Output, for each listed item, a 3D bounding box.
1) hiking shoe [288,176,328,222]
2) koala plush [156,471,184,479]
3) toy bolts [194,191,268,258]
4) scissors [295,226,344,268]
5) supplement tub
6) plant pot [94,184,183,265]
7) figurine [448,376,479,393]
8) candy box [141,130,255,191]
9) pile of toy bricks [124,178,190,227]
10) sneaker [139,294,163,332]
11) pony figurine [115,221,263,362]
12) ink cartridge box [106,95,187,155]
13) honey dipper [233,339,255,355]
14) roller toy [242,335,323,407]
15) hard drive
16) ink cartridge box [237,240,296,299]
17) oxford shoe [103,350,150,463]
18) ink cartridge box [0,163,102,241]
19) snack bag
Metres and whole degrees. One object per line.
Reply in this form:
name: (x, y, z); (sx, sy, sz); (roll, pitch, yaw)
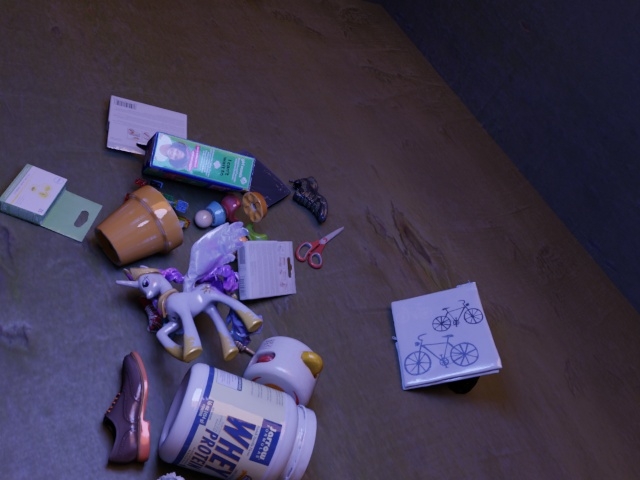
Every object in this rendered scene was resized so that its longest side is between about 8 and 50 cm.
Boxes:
hiking shoe: (-0.049, -0.151, 2.141); (0.114, 0.086, 0.227); (-7, 50, -22)
koala plush: (-0.274, 0.608, 1.199); (0.221, 0.203, 0.196); (19, 42, -1)
toy bolts: (-0.297, -0.067, 1.809); (0.158, 0.218, 0.228); (-26, 51, -39)
scissors: (0.000, 0.000, 2.063); (0.109, 0.021, 0.297); (33, 42, 0)
supplement tub: (-0.197, 0.454, 1.340); (0.324, 0.235, 0.235); (23, 42, -13)
plant pot: (-0.535, -0.028, 1.612); (0.188, 0.205, 0.205); (-35, 75, -32)
figurine: (0.507, 0.380, 1.905); (0.092, 0.209, 0.215); (8, 48, -29)
candy box: (-0.406, -0.246, 1.830); (0.317, 0.268, 0.122); (11, 88, -23)
pile of toy bricks: (-0.507, -0.127, 1.794); (0.212, 0.118, 0.105); (22, 10, -2)
sneaker: (-0.468, 0.206, 1.538); (0.118, 0.042, 0.067); (40, 38, 2)
pony figurine: (-0.317, 0.148, 1.491); (0.350, 0.303, 0.363); (-21, 51, -35)
ink cartridge box: (-0.614, -0.377, 1.976); (0.275, 0.060, 0.239); (10, 57, -27)
honey dipper: (-0.185, 0.336, 1.619); (0.160, 0.030, 0.030); (35, 41, -6)
roller toy: (-0.102, 0.362, 1.520); (0.191, 0.209, 0.146); (22, 40, 5)
hard drive: (-0.249, -0.225, 2.081); (0.254, 0.054, 0.172); (43, 42, 9)
ink cartridge box: (-0.171, 0.091, 1.786); (0.224, 0.056, 0.181); (0, 86, -56)
oxford shoe: (-0.465, 0.391, 1.329); (0.098, 0.097, 0.271); (2, 51, -25)
ink cartridge box: (-0.776, -0.111, 1.620); (0.235, 0.056, 0.171); (22, 42, -13)
snack bag: (0.404, 0.315, 1.874); (0.322, 0.037, 0.343); (-15, 50, 11)
